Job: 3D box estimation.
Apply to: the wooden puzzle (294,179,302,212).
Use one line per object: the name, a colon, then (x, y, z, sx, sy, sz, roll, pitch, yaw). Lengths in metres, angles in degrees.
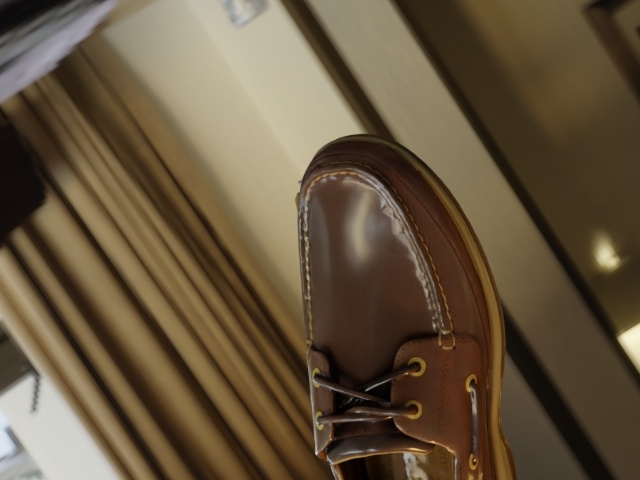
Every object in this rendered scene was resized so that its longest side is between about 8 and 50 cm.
wooden puzzle: (0.000, 0.000, 0.809, 0.014, 0.078, 0.116, -11, 177, -11)

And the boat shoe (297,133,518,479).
boat shoe: (0.028, 0.053, 0.474, 0.064, 0.178, 0.060, -5, -162, 27)
